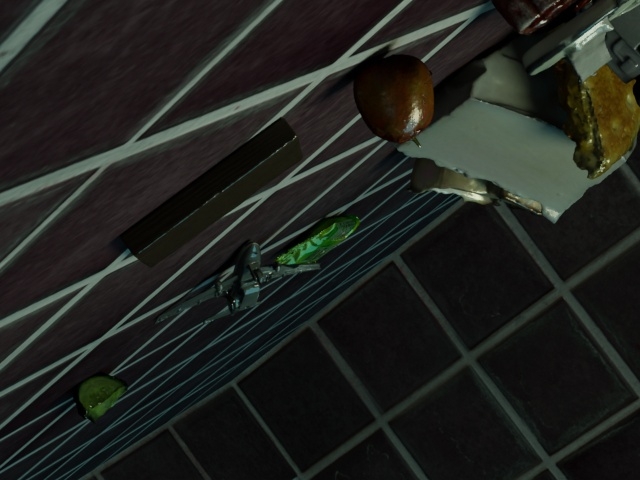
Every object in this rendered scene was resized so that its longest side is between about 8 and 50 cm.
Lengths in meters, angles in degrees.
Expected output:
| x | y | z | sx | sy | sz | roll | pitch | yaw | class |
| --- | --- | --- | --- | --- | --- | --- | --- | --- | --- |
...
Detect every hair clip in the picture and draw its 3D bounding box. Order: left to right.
| x | y | z | sx | sy | sz | roll | pitch | yaw | class |
| --- | --- | --- | --- | --- | --- | --- | --- | --- | --- |
| 0.256 | -0.195 | 1.717 | 0.140 | 0.054 | 0.220 | -33 | 175 | 5 | hair clip |

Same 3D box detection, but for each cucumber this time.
| x | y | z | sx | sy | sz | roll | pitch | yaw | class |
| --- | --- | --- | --- | --- | --- | --- | --- | --- | --- |
| -0.288 | 0.202 | 2.372 | 0.070 | 0.046 | 0.220 | -38 | 177 | -7 | cucumber |

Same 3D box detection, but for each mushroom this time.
| x | y | z | sx | sy | sz | roll | pitch | yaw | class |
| --- | --- | --- | --- | --- | --- | --- | --- | --- | --- |
| 0.207 | -0.129 | 2.292 | 0.162 | 0.173 | 0.236 | 7 | -176 | -16 | mushroom |

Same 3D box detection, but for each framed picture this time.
| x | y | z | sx | sy | sz | roll | pitch | yaw | class |
| --- | --- | --- | --- | --- | --- | --- | --- | --- | --- |
| -0.091 | -0.039 | 1.553 | 0.168 | 0.023 | 0.128 | -36 | 175 | -2 | framed picture |

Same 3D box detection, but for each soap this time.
| x | y | z | sx | sy | sz | roll | pitch | yaw | class |
| --- | --- | --- | --- | --- | --- | --- | --- | --- | --- |
| 0.238 | -0.212 | 2.120 | 0.159 | 0.258 | 0.302 | -41 | -144 | 54 | soap |

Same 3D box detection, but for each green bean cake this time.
| x | y | z | sx | sy | sz | roll | pitch | yaw | class |
| --- | --- | --- | --- | --- | --- | --- | --- | --- | --- |
| 0.234 | -0.247 | 1.682 | 0.136 | 0.056 | 0.135 | -39 | 176 | 23 | green bean cake |

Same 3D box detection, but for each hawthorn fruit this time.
| x | y | z | sx | sy | sz | roll | pitch | yaw | class |
| --- | --- | --- | --- | --- | --- | --- | --- | --- | --- |
| 0.063 | -0.123 | 1.545 | 0.077 | 0.077 | 0.077 | -36 | 175 | -3 | hawthorn fruit |

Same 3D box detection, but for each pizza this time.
| x | y | z | sx | sy | sz | roll | pitch | yaw | class |
| --- | --- | --- | --- | --- | --- | --- | --- | --- | --- |
| 0.301 | -0.207 | 2.001 | 0.058 | 0.197 | 0.292 | -10 | -122 | 39 | pizza |

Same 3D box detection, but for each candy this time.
| x | y | z | sx | sy | sz | roll | pitch | yaw | class |
| --- | --- | --- | --- | --- | --- | --- | --- | --- | --- |
| -0.001 | -0.001 | 2.545 | 0.102 | 0.032 | 0.178 | -41 | 173 | 11 | candy |

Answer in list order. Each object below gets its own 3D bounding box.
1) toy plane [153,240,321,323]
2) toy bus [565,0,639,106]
| x | y | z | sx | sy | sz | roll | pitch | yaw | class |
| --- | --- | --- | --- | --- | --- | --- | --- | --- | --- |
| -0.096 | 0.052 | 2.211 | 0.226 | 0.058 | 0.226 | -18 | 170 | -17 | toy plane |
| 0.357 | -0.233 | 1.854 | 0.126 | 0.209 | 0.136 | -41 | -176 | 47 | toy bus |
